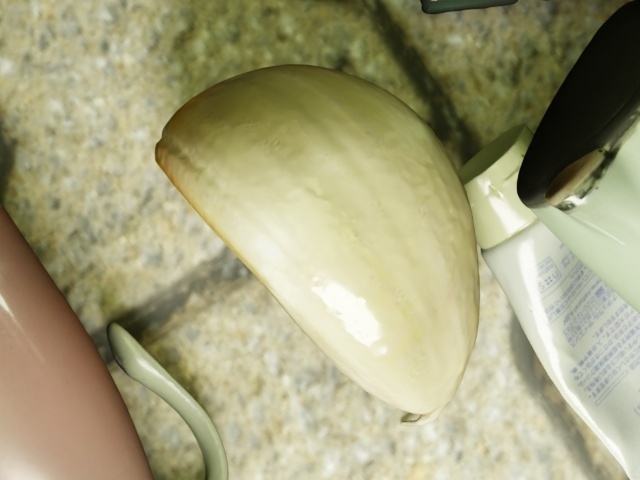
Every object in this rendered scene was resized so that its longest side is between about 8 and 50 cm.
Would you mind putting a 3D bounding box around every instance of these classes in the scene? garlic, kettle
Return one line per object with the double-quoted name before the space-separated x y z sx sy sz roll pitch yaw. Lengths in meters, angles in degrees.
"garlic" 0.008 -0.002 0.919 0.145 0.164 0.245 -36 83 -33
"kettle" 0.251 -0.024 0.900 0.255 0.165 0.240 36 42 -8

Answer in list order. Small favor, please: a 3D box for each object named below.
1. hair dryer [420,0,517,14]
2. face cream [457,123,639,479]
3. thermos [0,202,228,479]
"hair dryer" 0.180 -0.178 0.863 0.244 0.302 0.116 -9 108 0
"face cream" 0.169 0.036 0.964 0.114 0.070 0.224 -42 98 -3
"thermos" -0.164 0.116 0.920 0.176 0.146 0.265 -39 94 -28
